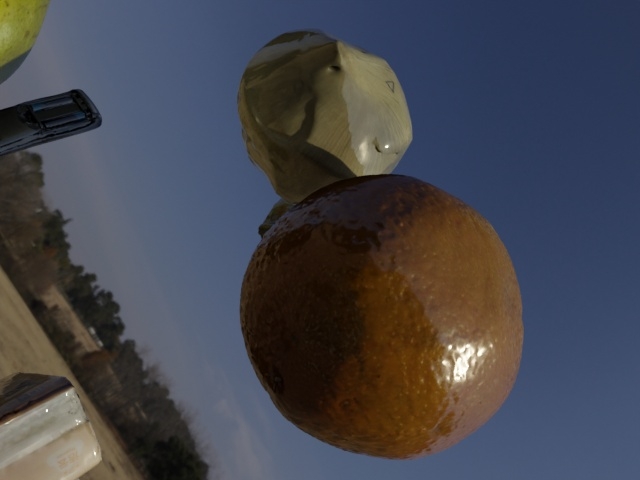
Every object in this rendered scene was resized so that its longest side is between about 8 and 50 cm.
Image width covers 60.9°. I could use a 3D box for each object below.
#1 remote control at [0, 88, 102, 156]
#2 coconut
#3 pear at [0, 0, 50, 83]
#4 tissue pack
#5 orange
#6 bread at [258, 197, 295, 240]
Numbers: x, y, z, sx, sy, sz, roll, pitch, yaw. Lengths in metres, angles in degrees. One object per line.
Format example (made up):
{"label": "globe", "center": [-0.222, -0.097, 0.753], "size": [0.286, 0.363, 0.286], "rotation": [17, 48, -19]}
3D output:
{"label": "remote control", "center": [-0.343, -0.117, 0.582], "size": [0.059, 0.212, 0.028], "rotation": [53, -36, 12]}
{"label": "coconut", "center": [0.006, -0.143, 0.641], "size": [0.224, 0.224, 0.224], "rotation": [42, -29, 30]}
{"label": "pear", "center": [-0.407, -0.276, 0.529], "size": [0.294, 0.294, 0.294], "rotation": [42, -29, 30]}
{"label": "tissue pack", "center": [-0.475, 0.339, 0.718], "size": [0.238, 0.305, 0.239], "rotation": [15, -64, 35]}
{"label": "orange", "center": [0.063, 0.066, 0.504], "size": [0.264, 0.264, 0.264], "rotation": [42, -29, 30]}
{"label": "bread", "center": [-0.001, 0.006, 1.265], "size": [0.252, 0.239, 0.196], "rotation": [10, -43, 29]}
